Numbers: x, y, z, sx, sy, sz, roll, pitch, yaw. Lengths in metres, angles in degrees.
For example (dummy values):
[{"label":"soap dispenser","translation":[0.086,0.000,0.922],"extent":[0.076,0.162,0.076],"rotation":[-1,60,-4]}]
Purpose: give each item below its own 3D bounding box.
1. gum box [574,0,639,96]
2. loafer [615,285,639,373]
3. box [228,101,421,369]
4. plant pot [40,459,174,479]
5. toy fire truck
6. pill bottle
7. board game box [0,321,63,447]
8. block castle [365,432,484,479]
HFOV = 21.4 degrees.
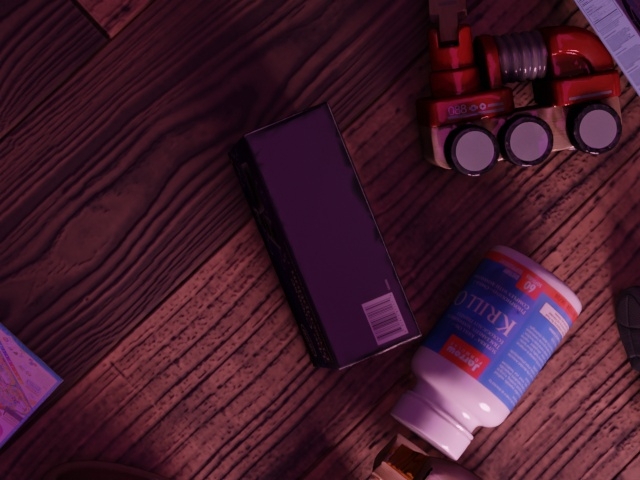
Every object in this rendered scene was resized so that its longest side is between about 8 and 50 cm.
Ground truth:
[{"label":"gum box","translation":[0.344,-0.238,1.885],"extent":[0.041,0.157,0.184],"rotation":[-33,93,24]},{"label":"loafer","translation":[0.411,0.171,1.883],"extent":[0.084,0.096,0.268],"rotation":[-8,71,-23]},{"label":"box","translation":[0.000,0.000,1.805],"extent":[0.103,0.184,0.261],"rotation":[-22,90,-7]},{"label":"plant pot","translation":[-0.205,0.387,1.739],"extent":[0.263,0.263,0.229],"rotation":[24,100,-6]},{"label":"toy fire truck","translation":[0.205,-0.209,1.880],"extent":[0.217,0.158,0.246],"rotation":[-10,98,-8]},{"label":"pill bottle","translation":[0.177,0.126,1.852],"extent":[0.124,0.124,0.221],"rotation":[36,82,-5]},{"label":"board game box","translation":[-0.368,0.137,1.823],"extent":[0.154,0.026,0.103],"rotation":[43,82,-4]},{"label":"block castle","translation":[0.059,0.437,1.729],"extent":[0.213,0.303,0.453],"rotation":[36,83,-6]}]
